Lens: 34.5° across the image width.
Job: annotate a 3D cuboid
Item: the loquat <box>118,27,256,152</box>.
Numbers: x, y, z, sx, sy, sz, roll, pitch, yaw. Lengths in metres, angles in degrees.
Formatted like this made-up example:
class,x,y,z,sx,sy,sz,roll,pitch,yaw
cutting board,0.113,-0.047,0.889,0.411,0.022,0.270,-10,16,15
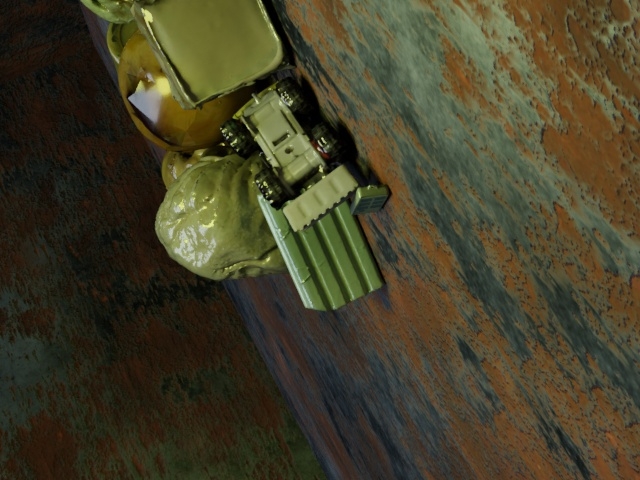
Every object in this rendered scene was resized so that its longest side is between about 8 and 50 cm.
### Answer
class,x,y,z,sx,sy,sz,roll,pitch,yaw
loquat,-0.216,-0.260,1.673,0.235,0.235,0.235,60,168,22

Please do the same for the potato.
class,x,y,z,sx,sy,sz,roll,pitch,yaw
potato,-0.251,-0.152,2.193,0.300,0.172,0.140,141,119,-77

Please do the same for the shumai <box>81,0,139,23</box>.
class,x,y,z,sx,sy,sz,roll,pitch,yaw
shumai,-0.349,-0.396,1.531,0.184,0.141,0.184,62,169,22

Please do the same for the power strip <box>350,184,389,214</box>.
class,x,y,z,sx,sy,sz,roll,pitch,yaw
power strip,0.063,-0.052,1.332,0.090,0.040,0.016,112,150,-75

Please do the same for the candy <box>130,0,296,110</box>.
class,x,y,z,sx,sy,sz,roll,pitch,yaw
candy,-0.153,-0.296,1.470,0.195,0.184,0.137,62,174,-10

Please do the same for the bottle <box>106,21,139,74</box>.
class,x,y,z,sx,sy,sz,roll,pitch,yaw
bottle,-0.355,-0.372,2.225,0.172,0.171,0.351,63,171,10

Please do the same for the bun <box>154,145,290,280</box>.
class,x,y,z,sx,sy,sz,roll,pitch,yaw
bun,-0.120,-0.057,1.655,0.281,0.281,0.205,-134,43,-57

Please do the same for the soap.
class,x,y,z,sx,sy,sz,roll,pitch,yaw
soap,0.000,0.000,1.525,0.198,0.119,0.066,67,171,-9

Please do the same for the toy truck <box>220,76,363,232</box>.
class,x,y,z,sx,sy,sz,roll,pitch,yaw
toy truck,-0.033,-0.116,1.419,0.111,0.136,0.286,46,-170,-49
